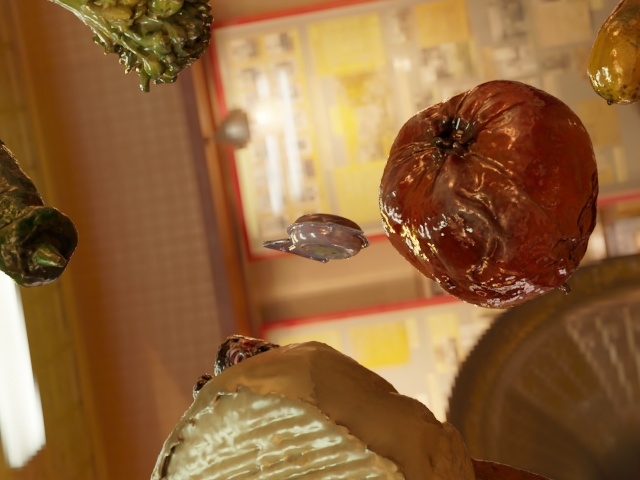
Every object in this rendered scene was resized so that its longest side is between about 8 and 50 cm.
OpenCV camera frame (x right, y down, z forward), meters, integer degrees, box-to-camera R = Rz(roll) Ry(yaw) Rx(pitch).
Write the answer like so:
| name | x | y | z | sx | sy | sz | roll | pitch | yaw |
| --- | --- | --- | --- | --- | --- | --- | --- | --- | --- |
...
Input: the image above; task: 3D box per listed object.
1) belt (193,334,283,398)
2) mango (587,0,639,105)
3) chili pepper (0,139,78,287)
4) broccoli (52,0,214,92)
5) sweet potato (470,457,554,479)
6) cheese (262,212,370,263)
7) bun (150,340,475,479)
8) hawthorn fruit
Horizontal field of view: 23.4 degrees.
| name | x | y | z | sx | sy | sz | roll | pitch | yaw |
| --- | --- | --- | --- | --- | --- | --- | --- | --- | --- |
| belt | -0.014 | 0.230 | 1.741 | 0.359 | 0.094 | 0.126 | 47 | -119 | -47 |
| mango | 0.253 | -0.160 | 1.269 | 0.079 | 0.057 | 0.114 | 79 | -155 | -51 |
| chili pepper | -0.389 | -0.026 | 1.920 | 0.270 | 0.136 | 0.099 | 38 | 142 | 41 |
| broccoli | -0.221 | -0.342 | 1.801 | 0.272 | 0.324 | 0.334 | -19 | -66 | -44 |
| sweet potato | 0.244 | 0.318 | 1.695 | 0.359 | 0.112 | 0.112 | 36 | -154 | -19 |
| cheese | 0.000 | 0.000 | 1.948 | 0.191 | 0.105 | 0.042 | 154 | 130 | -69 |
| bun | 0.015 | 0.272 | 1.464 | 0.211 | 0.360 | 0.359 | -8 | -91 | -55 |
| hawthorn fruit | 0.194 | -0.025 | 1.622 | 0.271 | 0.242 | 0.241 | 52 | -156 | -39 |
